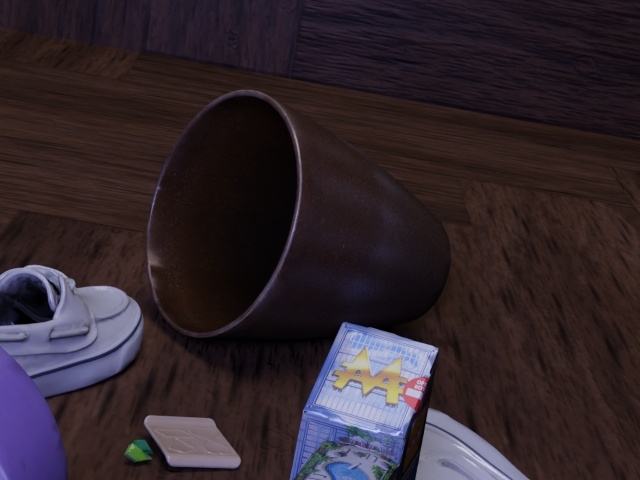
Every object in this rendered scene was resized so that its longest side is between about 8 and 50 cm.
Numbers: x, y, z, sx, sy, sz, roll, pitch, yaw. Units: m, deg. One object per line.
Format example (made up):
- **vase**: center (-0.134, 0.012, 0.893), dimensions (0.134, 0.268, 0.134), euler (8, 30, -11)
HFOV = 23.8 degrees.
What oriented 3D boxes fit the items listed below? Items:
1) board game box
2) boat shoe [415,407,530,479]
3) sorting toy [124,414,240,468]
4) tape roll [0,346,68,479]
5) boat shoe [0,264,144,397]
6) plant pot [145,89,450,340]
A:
- **board game box**: center (0.006, 0.153, 0.809), dimensions (0.060, 0.194, 0.194), euler (14, 16, 13)
- **boat shoe**: center (0.083, 0.175, 0.958), dimensions (0.258, 0.095, 0.084), euler (22, 16, 37)
- **sorting toy**: center (-0.105, 0.146, 1.085), dimensions (0.083, 0.012, 0.062), euler (6, 21, -27)
- **tape roll**: center (-0.227, 0.129, 0.753), dimensions (0.189, 0.189, 0.080), euler (11, 16, 2)
- **boat shoe**: center (-0.222, 0.062, 1.159), dimensions (0.096, 0.088, 0.267), euler (19, 19, 28)
- **plant pot**: center (0.000, 0.000, 1.352), dimensions (0.230, 0.215, 0.215), euler (15, 10, -38)
